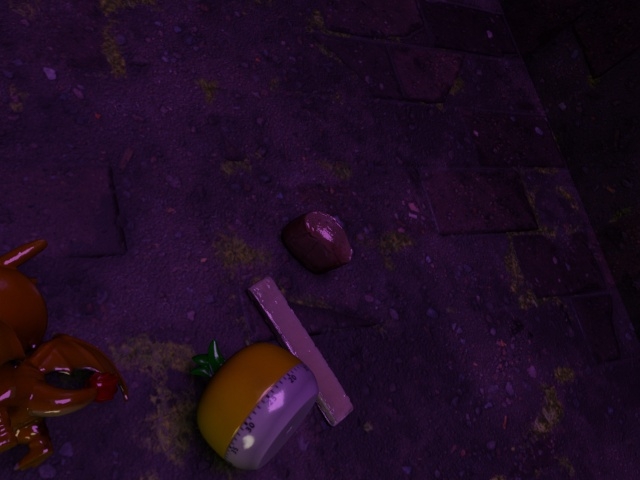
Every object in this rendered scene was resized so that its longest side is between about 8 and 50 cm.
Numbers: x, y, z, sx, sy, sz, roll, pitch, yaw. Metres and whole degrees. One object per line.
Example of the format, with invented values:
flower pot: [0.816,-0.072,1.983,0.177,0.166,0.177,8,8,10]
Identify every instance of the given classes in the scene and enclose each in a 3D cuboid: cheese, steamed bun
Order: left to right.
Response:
cheese: [-0.048,0.270,1.697,0.085,0.034,0.400,-28,85,-39]
steamed bun: [0.000,0.000,1.796,0.175,0.145,0.106,50,48,-9]

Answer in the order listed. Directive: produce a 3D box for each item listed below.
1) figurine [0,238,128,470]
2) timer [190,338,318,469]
figurine: [-0.568,0.208,1.251,0.387,0.268,0.401,57,14,24]
timer: [-0.169,0.322,1.462,0.285,0.285,0.285,15,59,-27]
